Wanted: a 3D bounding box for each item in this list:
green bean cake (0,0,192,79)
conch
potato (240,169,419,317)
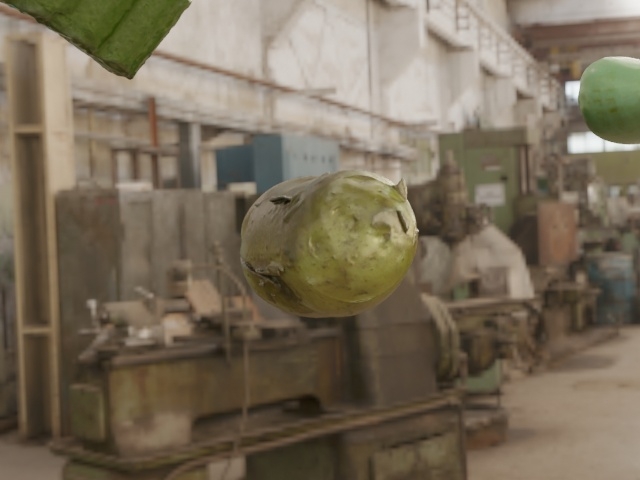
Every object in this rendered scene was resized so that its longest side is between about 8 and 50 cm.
[{"bbox_3d":[-0.241,-0.270,1.017,0.222,0.125,0.248,30,12,-34],"label":"green bean cake"},{"bbox_3d":[0.308,-0.122,1.055,0.105,0.079,0.170,15,5,-30],"label":"conch"},{"bbox_3d":[0.000,0.000,1.213,0.169,0.143,0.248,-36,22,-21],"label":"potato"}]
